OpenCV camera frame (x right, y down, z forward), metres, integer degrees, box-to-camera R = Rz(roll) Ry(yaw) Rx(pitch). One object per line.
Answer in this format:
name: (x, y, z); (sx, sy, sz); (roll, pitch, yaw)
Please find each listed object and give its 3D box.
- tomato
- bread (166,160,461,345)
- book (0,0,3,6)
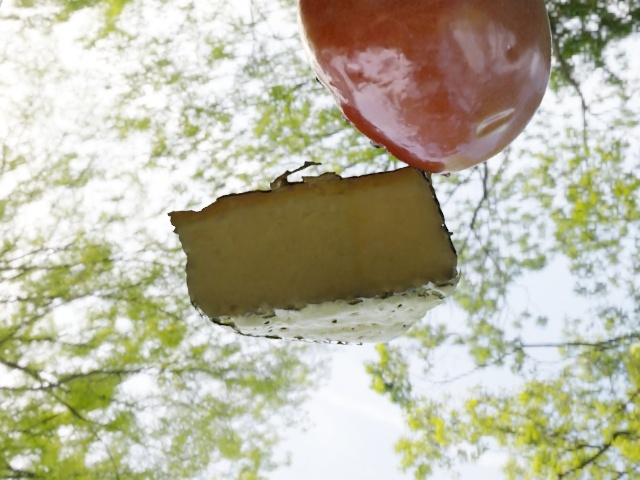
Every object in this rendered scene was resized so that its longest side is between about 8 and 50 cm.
tomato: (0.140, -0.253, 1.000); (0.273, 0.341, 0.341); (-34, -160, 31)
bread: (0.000, 0.000, 1.155); (0.315, 0.279, 0.248); (11, -125, -38)
book: (-0.610, -0.554, 1.372); (0.039, 0.300, 0.428); (-33, -171, -24)
